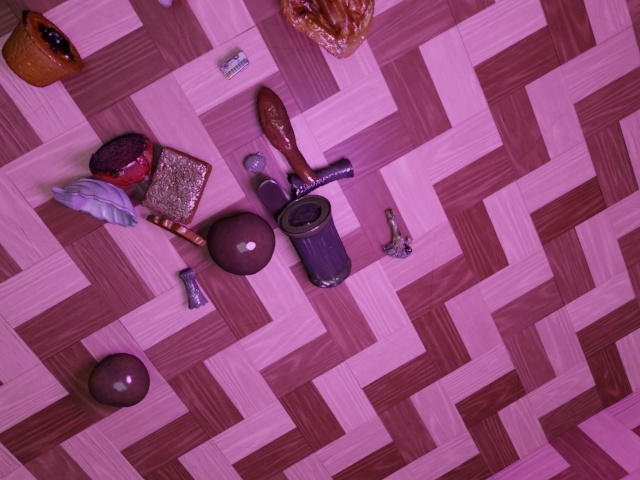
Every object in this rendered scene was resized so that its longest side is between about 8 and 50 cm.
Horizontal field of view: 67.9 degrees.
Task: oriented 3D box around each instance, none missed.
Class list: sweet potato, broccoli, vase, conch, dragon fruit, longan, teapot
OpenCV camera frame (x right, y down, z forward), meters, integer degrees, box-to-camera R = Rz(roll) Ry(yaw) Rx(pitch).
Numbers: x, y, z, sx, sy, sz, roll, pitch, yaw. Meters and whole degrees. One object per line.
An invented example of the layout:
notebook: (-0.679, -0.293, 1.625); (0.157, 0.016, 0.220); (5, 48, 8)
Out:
sweet potato: (-0.131, -0.367, 1.697); (0.109, 0.109, 0.385); (-26, 93, -3)
broccoli: (0.301, -0.024, 1.903); (0.122, 0.118, 0.204); (-14, 92, 5)
vase: (0.003, -0.237, 1.780); (0.237, 0.115, 0.115); (-20, 108, -8)
conch: (-0.234, -0.282, 1.747); (0.085, 0.056, 0.076); (-44, 121, 4)
dragon fruit: (-0.653, -0.248, 1.620); (0.218, 0.223, 0.148); (-52, 143, -29)
longan: (-0.757, 0.528, 1.804); (0.220, 0.196, 0.197); (20, 101, -7)
vase: (-0.491, 0.181, 1.817); (0.081, 0.081, 0.149); (-17, 104, -6)
longan: (-0.289, 0.008, 1.735); (0.248, 0.248, 0.248); (-3, 106, -10)
teapot: (0.000, 0.000, 1.777); (0.200, 0.270, 0.337); (-4, 134, 22)

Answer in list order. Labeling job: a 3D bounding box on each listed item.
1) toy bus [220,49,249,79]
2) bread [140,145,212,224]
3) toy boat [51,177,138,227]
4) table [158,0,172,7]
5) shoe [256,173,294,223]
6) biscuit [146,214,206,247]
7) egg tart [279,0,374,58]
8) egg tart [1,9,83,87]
toy bus: (-0.294, -0.606, 1.645); (0.102, 0.052, 0.058); (-38, 111, 3)
bread: (-0.507, -0.195, 1.693); (0.184, 0.110, 0.234); (23, 98, -13)
toy boat: (-0.761, -0.138, 1.640); (0.290, 0.199, 0.100); (16, 65, -10)
table: (-0.494, -0.852, 1.492); (0.166, 0.166, 0.198); (-27, 116, -2)
shoe: (-0.146, -0.139, 1.784); (0.103, 0.098, 0.275); (-31, 127, 5)
biscuit: (-0.517, -0.042, 1.704); (0.238, 0.212, 0.041); (25, 80, 9)
egg tart: (0.028, -0.818, 1.594); (0.351, 0.153, 0.340); (24, 99, -16)
egg tart: (-0.863, -0.582, 1.472); (0.171, 0.215, 0.215); (-32, 109, 11)
